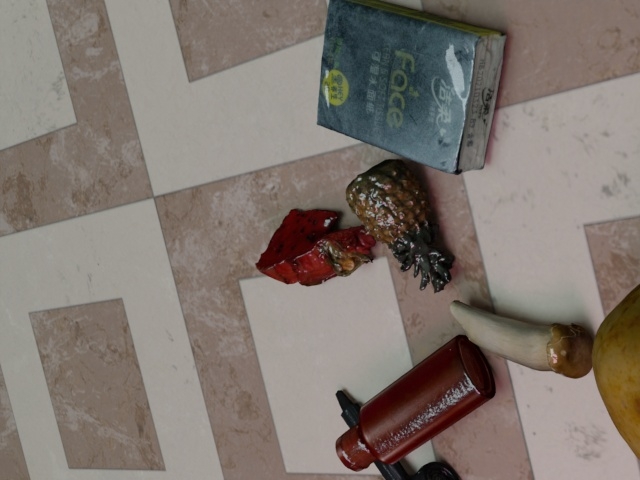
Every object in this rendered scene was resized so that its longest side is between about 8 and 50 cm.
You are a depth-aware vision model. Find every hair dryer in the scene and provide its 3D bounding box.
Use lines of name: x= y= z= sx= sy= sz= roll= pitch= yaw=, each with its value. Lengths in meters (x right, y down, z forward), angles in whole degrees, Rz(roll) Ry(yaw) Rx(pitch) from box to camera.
hair dryer: x=0.099 y=0.314 z=1.730 sx=0.255 sy=0.070 sz=0.128 roll=54 pitch=132 yaw=24

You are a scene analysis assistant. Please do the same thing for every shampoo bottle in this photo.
shampoo bottle: x=0.126 y=0.241 z=1.636 sx=0.260 sy=0.064 sz=0.102 roll=-41 pitch=55 yaw=31

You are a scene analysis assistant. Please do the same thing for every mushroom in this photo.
mushroom: x=0.255 y=0.124 z=1.512 sx=0.209 sy=0.084 sz=0.071 roll=15 pitch=91 yaw=44

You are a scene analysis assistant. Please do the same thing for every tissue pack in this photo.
tissue pack: x=0.115 y=-0.211 z=1.542 sx=0.257 sy=0.081 sz=0.185 roll=24 pitch=118 yaw=38

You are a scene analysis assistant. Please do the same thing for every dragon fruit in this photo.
dragon fruit: x=0.011 y=0.014 z=1.735 sx=0.192 sy=0.122 sz=0.092 roll=-13 pitch=132 yaw=42

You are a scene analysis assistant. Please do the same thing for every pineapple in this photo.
pineapple: x=0.118 y=-0.016 z=1.594 sx=0.108 sy=0.108 sz=0.197 roll=-33 pitch=92 yaw=44

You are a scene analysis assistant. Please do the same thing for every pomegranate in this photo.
pomegranate: x=0.418 y=0.147 z=1.248 sx=0.260 sy=0.260 sz=0.260 roll=15 pitch=112 yaw=41
